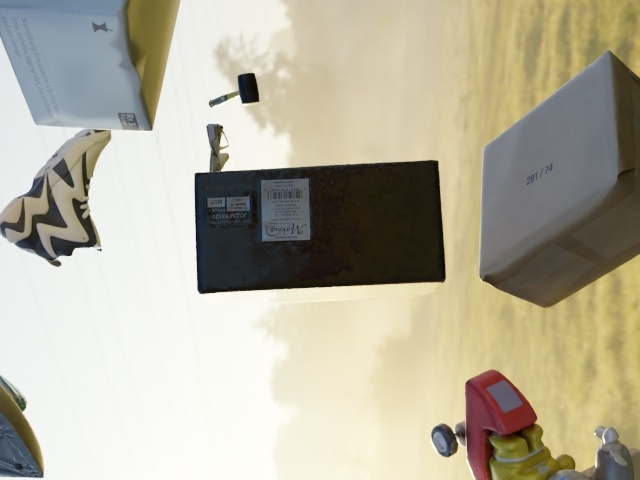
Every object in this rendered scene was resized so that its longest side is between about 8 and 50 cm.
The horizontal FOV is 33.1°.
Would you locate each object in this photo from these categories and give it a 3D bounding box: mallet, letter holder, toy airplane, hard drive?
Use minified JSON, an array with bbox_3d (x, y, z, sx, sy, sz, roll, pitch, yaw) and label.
[{"bbox_3d":[-0.179,-0.298,2.153,0.189,0.039,0.062,6,104,58],"label":"mallet"},{"bbox_3d":[0.000,0.000,1.402,0.214,0.301,0.152,82,-175,-80],"label":"letter holder"},{"bbox_3d":[0.359,0.450,1.782,0.272,0.384,0.386,-27,36,61],"label":"toy airplane"},{"bbox_3d":[-0.581,0.315,1.838,0.054,0.171,0.255,-75,-24,-44],"label":"hard drive"}]

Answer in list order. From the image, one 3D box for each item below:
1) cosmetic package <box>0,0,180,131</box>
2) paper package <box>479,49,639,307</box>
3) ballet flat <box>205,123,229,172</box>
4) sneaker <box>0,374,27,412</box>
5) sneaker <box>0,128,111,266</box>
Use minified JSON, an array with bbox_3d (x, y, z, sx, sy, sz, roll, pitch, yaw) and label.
[{"bbox_3d":[-0.254,-0.343,1.292,0.217,0.156,0.385,89,-172,-57],"label":"cosmetic package"},{"bbox_3d":[0.428,-0.097,1.808,0.325,0.168,0.310,-39,33,43],"label":"paper package"},{"bbox_3d":[-0.179,-0.157,1.892,0.041,0.041,0.114,89,176,-65],"label":"ballet flat"},{"bbox_3d":[-0.627,0.267,1.953,0.092,0.228,0.087,-56,-27,-18],"label":"sneaker"},{"bbox_3d":[-0.378,-0.059,1.694,0.235,0.153,0.094,-51,22,-14],"label":"sneaker"}]
